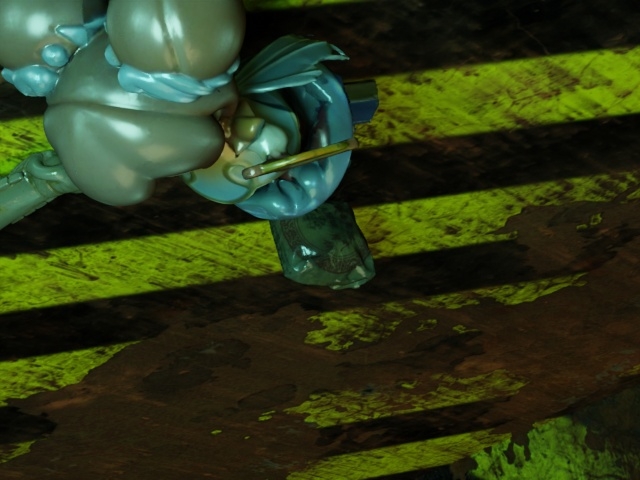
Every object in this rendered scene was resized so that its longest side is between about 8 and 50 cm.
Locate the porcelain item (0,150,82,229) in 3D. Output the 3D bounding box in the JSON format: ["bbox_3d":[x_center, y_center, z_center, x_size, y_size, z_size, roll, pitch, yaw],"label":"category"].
[{"bbox_3d":[-0.310,-0.072,2.254,0.213,0.054,0.084,-25,158,23],"label":"porcelain item"}]

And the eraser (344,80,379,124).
[{"bbox_3d":[0.022,-0.156,2.301,0.085,0.027,0.063,-8,155,-16],"label":"eraser"}]

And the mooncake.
[{"bbox_3d":[0.000,0.000,2.522,0.130,0.125,0.073,2,141,-39],"label":"mooncake"}]

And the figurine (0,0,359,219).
[{"bbox_3d":[-0.128,-0.146,1.948,0.277,0.248,0.388,2,-179,32],"label":"figurine"}]
